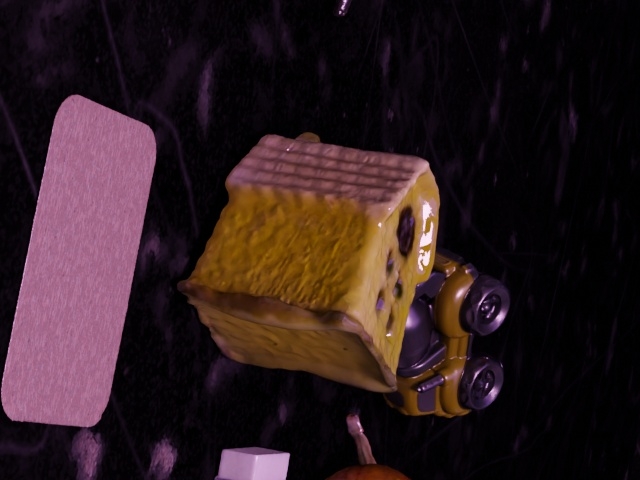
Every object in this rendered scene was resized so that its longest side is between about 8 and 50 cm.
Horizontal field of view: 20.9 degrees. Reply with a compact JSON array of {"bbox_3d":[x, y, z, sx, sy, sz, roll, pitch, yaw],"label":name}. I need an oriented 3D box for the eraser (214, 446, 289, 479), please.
[{"bbox_3d":[-0.083,0.318,1.763,0.092,0.046,0.212,15,84,-68],"label":"eraser"}]

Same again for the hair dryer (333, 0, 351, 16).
[{"bbox_3d":[0.065,-0.350,1.846,0.114,0.070,0.248,26,78,-66],"label":"hair dryer"}]

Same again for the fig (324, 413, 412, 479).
[{"bbox_3d":[0.052,0.321,1.974,0.149,0.148,0.202,-47,-167,4],"label":"fig"}]

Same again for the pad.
[{"bbox_3d":[-0.197,0.021,1.438,0.176,0.002,0.266,20,79,-67],"label":"pad"}]

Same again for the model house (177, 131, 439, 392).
[{"bbox_3d":[0.000,0.000,1.656,0.175,0.193,0.234,52,51,-57],"label":"model house"}]

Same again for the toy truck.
[{"bbox_3d":[0.122,0.119,2.082,0.165,0.147,0.224,-24,127,-35],"label":"toy truck"}]
